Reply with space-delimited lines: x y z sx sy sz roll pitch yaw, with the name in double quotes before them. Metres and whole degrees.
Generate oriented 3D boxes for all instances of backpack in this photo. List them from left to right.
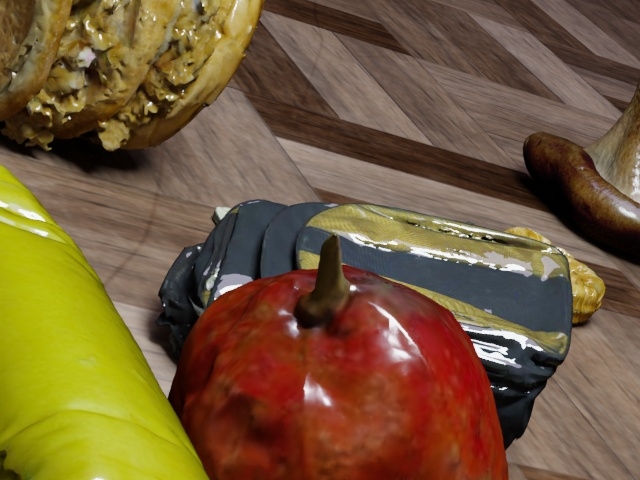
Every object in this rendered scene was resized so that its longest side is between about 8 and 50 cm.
"backpack" 0.024 0.053 1.269 0.258 0.133 0.206 17 27 -2

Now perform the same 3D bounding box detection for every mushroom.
"mushroom" 0.309 -0.110 1.900 0.148 0.217 0.227 11 23 -36

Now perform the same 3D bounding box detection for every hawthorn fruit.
"hawthorn fruit" -0.002 0.098 0.961 0.189 0.251 0.189 -3 28 2

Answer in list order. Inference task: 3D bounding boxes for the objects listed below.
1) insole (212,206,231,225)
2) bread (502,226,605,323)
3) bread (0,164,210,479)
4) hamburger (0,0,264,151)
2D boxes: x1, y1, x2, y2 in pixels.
"insole" 0.000 0.000 1.550 0.192 0.010 0.063 12 22 -33
"bread" 0.186 0.030 1.642 0.110 0.044 0.083 35 22 23
"bread" -0.131 0.089 0.895 0.112 0.166 0.383 -6 29 -20
"hamburger" -0.176 -0.185 1.498 0.211 0.245 0.260 13 -18 -38
